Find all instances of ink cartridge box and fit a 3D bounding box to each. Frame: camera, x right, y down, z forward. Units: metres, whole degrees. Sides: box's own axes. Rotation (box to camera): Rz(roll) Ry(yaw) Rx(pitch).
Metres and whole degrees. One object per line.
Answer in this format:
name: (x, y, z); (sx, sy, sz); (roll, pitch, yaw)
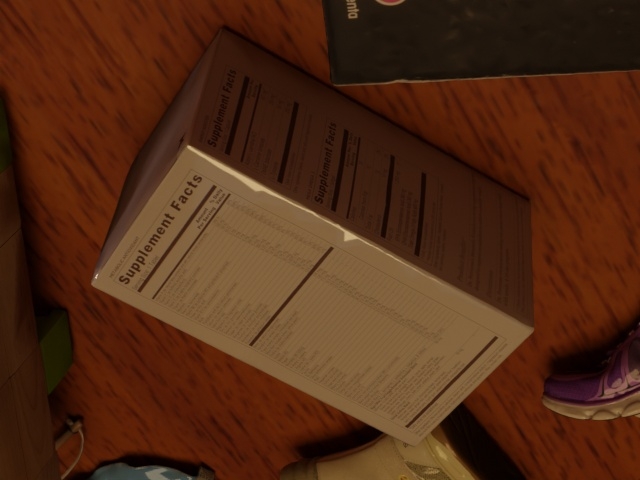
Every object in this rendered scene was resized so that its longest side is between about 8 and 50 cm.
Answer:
ink cartridge box: (0.179, -0.182, 0.767); (0.371, 0.069, 0.176); (-3, 128, 7)

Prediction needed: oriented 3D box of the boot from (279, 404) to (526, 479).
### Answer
boot: (0.084, 0.231, 1.098); (0.165, 0.077, 0.213); (-26, 116, 24)

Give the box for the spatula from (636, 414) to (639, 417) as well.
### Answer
spatula: (0.351, 0.083, 0.985); (0.168, 0.019, 0.242); (30, 125, -9)

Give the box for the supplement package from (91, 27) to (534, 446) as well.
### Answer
supplement package: (0.000, 0.000, 0.886); (0.244, 0.134, 0.139); (29, 127, -16)

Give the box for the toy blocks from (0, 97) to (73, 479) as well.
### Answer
toy blocks: (-0.340, 0.084, 0.987); (0.261, 0.191, 0.381); (6, 119, 14)

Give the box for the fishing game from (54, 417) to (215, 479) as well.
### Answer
fishing game: (-0.144, 0.256, 1.173); (0.264, 0.041, 0.189); (39, 115, -16)

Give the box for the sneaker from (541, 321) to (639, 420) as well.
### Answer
sneaker: (0.235, 0.082, 0.978); (0.170, 0.068, 0.071); (-20, 85, 27)
